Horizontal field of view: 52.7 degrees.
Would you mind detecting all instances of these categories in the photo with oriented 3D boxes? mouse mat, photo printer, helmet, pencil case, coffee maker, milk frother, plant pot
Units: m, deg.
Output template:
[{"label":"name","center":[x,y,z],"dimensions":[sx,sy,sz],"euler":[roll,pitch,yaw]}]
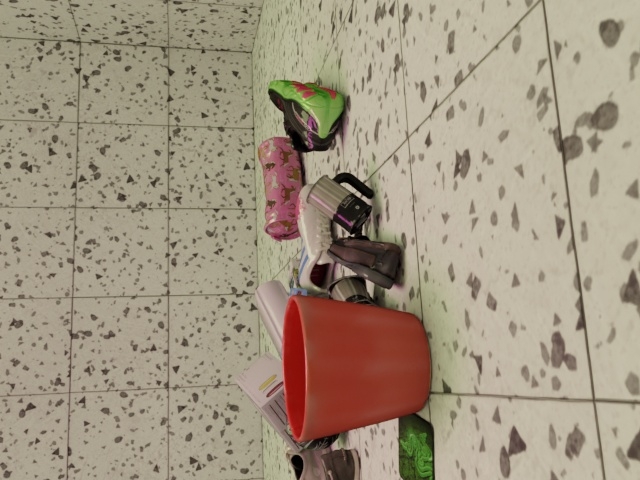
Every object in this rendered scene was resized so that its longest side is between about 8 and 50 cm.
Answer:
[{"label":"mouse mat","center":[0.183,0.413,1.259],"dimensions":[0.190,0.007,0.152],"euler":[172,97,-77]},{"label":"photo printer","center":[-0.103,0.311,2.111],"dimensions":[0.307,0.107,0.256],"euler":[59,167,29]},{"label":"helmet","center":[-0.018,0.503,1.808],"dimensions":[0.169,0.170,0.161],"euler":[-115,45,-63]},{"label":"pencil case","center":[-0.141,-0.190,2.367],"dimensions":[0.167,0.160,0.385],"euler":[95,169,-60]},{"label":"coffee maker","center":[0.095,0.184,1.456],"dimensions":[0.171,0.120,0.178],"euler":[53,-176,-24]},{"label":"milk frother","center":[0.049,-0.074,1.540],"dimensions":[0.135,0.129,0.143],"euler":[37,138,15]},{"label":"plant pot","center":[0.065,0.239,1.243],"dimensions":[0.275,0.244,0.274],"euler":[180,90,-77]}]

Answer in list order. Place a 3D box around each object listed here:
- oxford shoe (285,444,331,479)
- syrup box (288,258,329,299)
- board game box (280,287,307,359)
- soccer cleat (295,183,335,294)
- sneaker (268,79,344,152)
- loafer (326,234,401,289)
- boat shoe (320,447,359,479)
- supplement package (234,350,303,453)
[{"label":"oxford shoe","center":[-0.051,0.639,2.041],"dimensions":[0.449,0.130,0.169],"euler":[-111,23,-61]},{"label":"syrup box","center":[-0.039,0.157,2.050],"dimensions":[0.236,0.097,0.093],"euler":[-112,27,-57]},{"label":"board game box","center":[-0.078,0.241,1.845],"dimensions":[0.160,0.039,0.211],"euler":[156,122,-82]},{"label":"soccer cleat","center":[0.000,0.000,1.893],"dimensions":[0.143,0.116,0.330],"euler":[14,107,61]},{"label":"sneaker","center":[-0.063,-0.375,1.957],"dimensions":[0.483,0.186,0.202],"euler":[-121,37,-69]},{"label":"loafer","center":[0.103,0.032,1.452],"dimensions":[0.095,0.109,0.302],"euler":[-63,19,1]},{"label":"boat shoe","center":[0.043,0.705,1.685],"dimensions":[0.112,0.096,0.334],"euler":[-159,69,-77]},{"label":"supplement package","center":[-0.122,0.494,2.007],"dimensions":[0.204,0.145,0.262],"euler":[57,163,-20]}]
